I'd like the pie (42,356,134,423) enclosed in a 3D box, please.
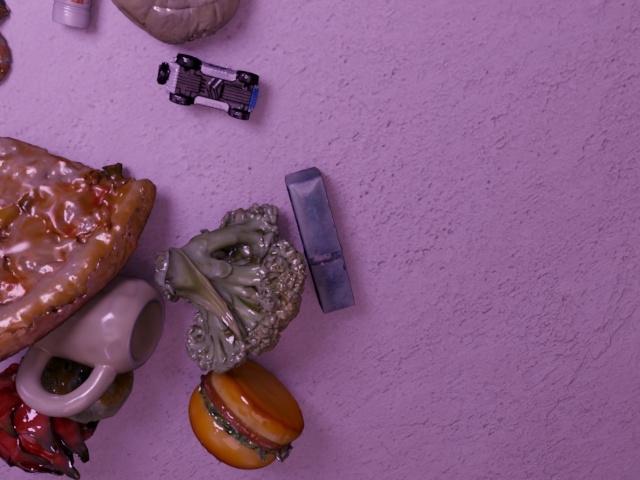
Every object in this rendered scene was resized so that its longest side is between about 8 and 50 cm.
[{"bbox_3d":[-0.448,0.261,1.117,0.186,0.187,0.041,35,127,-22],"label":"pie"}]

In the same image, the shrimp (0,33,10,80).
[{"bbox_3d":[-0.568,-0.334,0.915,0.091,0.043,0.184,-31,122,-4],"label":"shrimp"}]

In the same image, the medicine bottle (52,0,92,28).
[{"bbox_3d":[-0.388,-0.385,0.911,0.057,0.057,0.089,10,112,-14],"label":"medicine bottle"}]

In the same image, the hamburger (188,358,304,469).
[{"bbox_3d":[-0.158,0.363,1.183,0.246,0.246,0.170,42,92,-23],"label":"hamburger"}]

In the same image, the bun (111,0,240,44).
[{"bbox_3d":[-0.220,-0.414,0.885,0.220,0.134,0.221,-3,110,-9],"label":"bun"}]

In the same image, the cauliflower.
[{"bbox_3d":[-0.177,0.071,1.060,0.281,0.260,0.327,27,73,-23],"label":"cauliflower"}]

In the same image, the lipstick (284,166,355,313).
[{"bbox_3d":[0.000,0.000,1.138,0.076,0.077,0.290,-15,114,-2],"label":"lipstick"}]

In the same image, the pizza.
[{"bbox_3d":[-0.460,-0.019,0.952,0.391,0.080,0.435,-10,77,-22],"label":"pizza"}]

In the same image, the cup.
[{"bbox_3d":[-0.413,0.160,1.013,0.202,0.255,0.173,13,126,12],"label":"cup"}]

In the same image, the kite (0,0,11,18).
[{"bbox_3d":[-0.557,-0.377,0.881,0.160,0.010,0.183,11,87,-39],"label":"kite"}]

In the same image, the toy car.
[{"bbox_3d":[-0.192,-0.266,0.991,0.170,0.070,0.080,11,111,-16],"label":"toy car"}]

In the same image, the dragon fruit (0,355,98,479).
[{"bbox_3d":[-0.534,0.347,1.119,0.193,0.192,0.274,-32,73,0],"label":"dragon fruit"}]
